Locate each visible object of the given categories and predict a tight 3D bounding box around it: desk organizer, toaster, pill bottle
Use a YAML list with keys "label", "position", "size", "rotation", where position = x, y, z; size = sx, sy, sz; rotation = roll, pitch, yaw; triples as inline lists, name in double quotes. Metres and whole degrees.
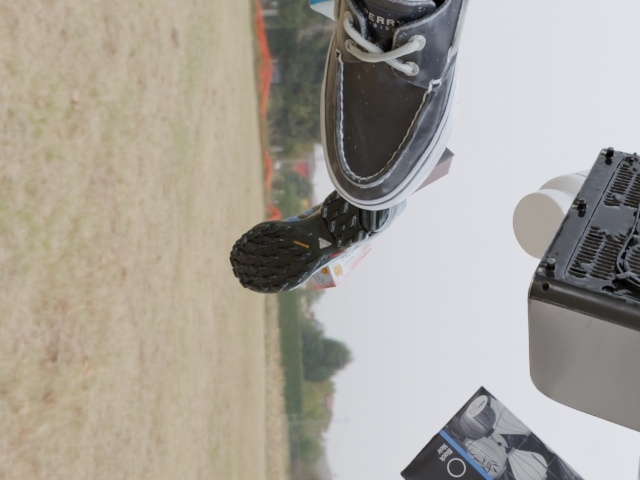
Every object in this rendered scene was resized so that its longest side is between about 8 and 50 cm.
- label: "desk organizer"
  position: [0.159, -0.115, 1.340]
  size: [0.047, 0.130, 0.050]
  rotation: [49, -25, 26]
- label: "toaster"
  position: [0.241, 0.034, 0.516]
  size: [0.168, 0.185, 0.110]
  rotation: [-51, 146, -39]
- label: "pill bottle"
  position: [0.324, -0.033, 0.982]
  size: [0.108, 0.180, 0.108]
  rotation: [22, -61, 49]

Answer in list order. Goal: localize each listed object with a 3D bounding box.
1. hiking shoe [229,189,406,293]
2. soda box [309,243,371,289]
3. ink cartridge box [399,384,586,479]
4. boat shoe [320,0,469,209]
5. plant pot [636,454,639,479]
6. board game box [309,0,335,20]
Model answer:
- label: "hiking shoe"
  position: [0.000, 0.000, 1.210]
  size: [0.132, 0.304, 0.113]
  rotation: [-11, 79, -58]
- label: "soda box"
  position: [0.037, 0.032, 1.630]
  size: [0.183, 0.058, 0.063]
  rotation: [-43, 117, -54]
- label: "ink cartridge box"
  position: [0.275, 0.357, 1.009]
  size: [0.332, 0.165, 0.065]
  rotation: [42, -5, 20]
- label: "boat shoe"
  position: [0.056, -0.156, 0.551]
  size: [0.102, 0.108, 0.301]
  rotation: [-36, 146, -62]
- label: "plant pot"
  position: [0.753, 0.309, 1.423]
  size: [0.366, 0.366, 0.353]
  rotation: [89, 14, -56]
- label: "board game box"
  position: [0.094, -0.454, 1.012]
  size: [0.097, 0.224, 0.304]
  rotation: [-3, 88, -65]
